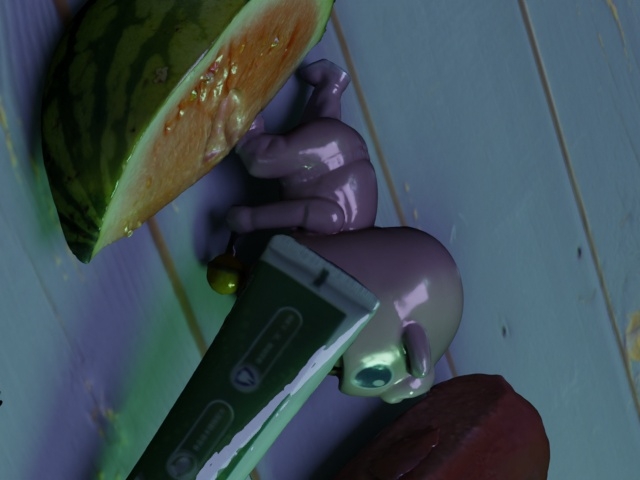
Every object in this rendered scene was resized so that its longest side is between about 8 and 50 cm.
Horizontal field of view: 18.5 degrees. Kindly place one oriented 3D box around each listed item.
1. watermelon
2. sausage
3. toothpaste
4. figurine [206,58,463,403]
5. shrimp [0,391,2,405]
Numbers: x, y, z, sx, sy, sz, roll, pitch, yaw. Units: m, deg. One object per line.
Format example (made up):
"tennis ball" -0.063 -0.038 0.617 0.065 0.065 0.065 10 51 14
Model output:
"watermelon" -0.113 -0.142 1.421 0.303 0.128 0.159 -49 161 -35
"sausage" 0.091 0.225 1.663 0.279 0.152 0.152 -40 122 -43
"toothpaste" -0.101 0.173 1.428 0.392 0.098 0.061 -55 170 -14
"figurine" 0.000 0.000 1.563 0.176 0.186 0.287 33 35 -89
"shrimp" -0.253 0.053 1.274 0.076 0.082 0.174 -47 134 -45
